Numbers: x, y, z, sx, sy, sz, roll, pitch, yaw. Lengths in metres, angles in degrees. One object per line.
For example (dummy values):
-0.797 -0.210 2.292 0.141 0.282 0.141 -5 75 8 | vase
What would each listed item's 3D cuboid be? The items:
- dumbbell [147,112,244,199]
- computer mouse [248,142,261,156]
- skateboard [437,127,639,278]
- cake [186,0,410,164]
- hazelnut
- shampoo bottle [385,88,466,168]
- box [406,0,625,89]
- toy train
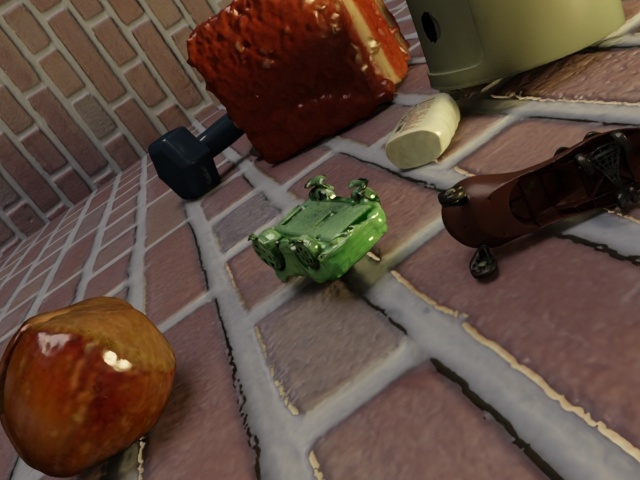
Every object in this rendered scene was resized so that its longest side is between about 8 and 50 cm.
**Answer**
-0.204 -0.227 1.239 0.144 0.156 0.316 25 56 31 | dumbbell
-0.112 -0.197 1.150 0.096 0.039 0.066 149 137 -69 | computer mouse
0.159 -0.037 0.414 0.151 0.067 0.080 -23 13 14 | skateboard
-0.021 -0.349 1.047 0.270 0.269 0.319 -21 26 32 | cake
-0.195 0.121 0.499 0.143 0.143 0.154 -36 13 -4 | hazelnut
0.129 -0.143 0.690 0.077 0.045 0.152 -17 29 38 | shampoo bottle
0.214 -0.288 0.682 0.226 0.149 0.226 -21 19 7 | box
0.000 0.000 0.539 0.099 0.081 0.149 -43 28 -23 | toy train
